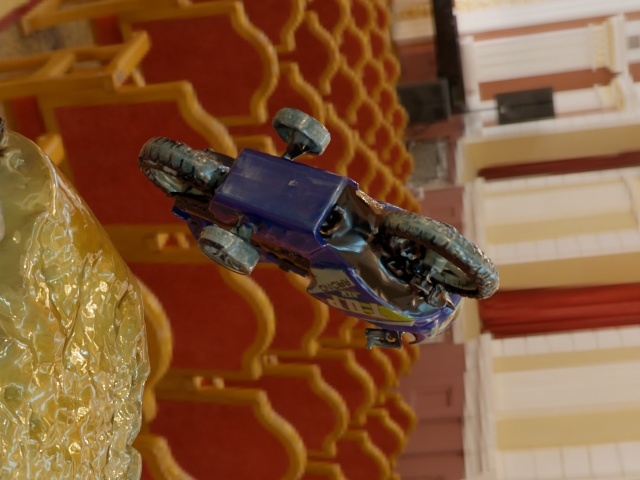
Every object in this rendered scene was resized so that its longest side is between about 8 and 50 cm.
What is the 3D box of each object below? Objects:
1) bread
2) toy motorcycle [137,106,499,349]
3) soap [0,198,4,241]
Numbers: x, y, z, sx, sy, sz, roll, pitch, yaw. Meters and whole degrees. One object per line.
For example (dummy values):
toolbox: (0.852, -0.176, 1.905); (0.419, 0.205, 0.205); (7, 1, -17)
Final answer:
bread: (-0.168, 0.070, 0.530); (0.162, 0.262, 0.204); (18, 58, -30)
toy motorcycle: (0.000, 0.000, 0.744); (0.113, 0.315, 0.169); (-60, 142, -15)
soap: (-0.233, -0.125, 0.388); (0.315, 0.091, 0.199); (31, -47, 43)
